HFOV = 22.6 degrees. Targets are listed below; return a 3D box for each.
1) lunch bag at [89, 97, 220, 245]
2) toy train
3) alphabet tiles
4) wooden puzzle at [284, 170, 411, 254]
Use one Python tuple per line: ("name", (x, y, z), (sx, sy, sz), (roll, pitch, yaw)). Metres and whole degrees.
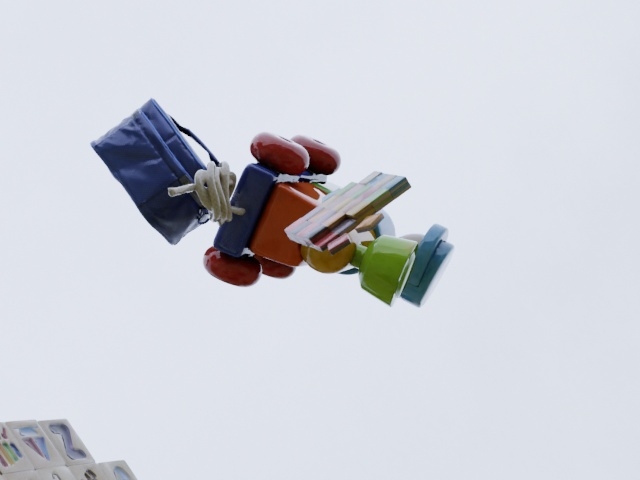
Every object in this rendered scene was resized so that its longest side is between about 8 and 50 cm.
("lunch bag", (-0.108, -0.049, 1.140), (0.065, 0.098, 0.067), (-39, -23, -1))
("toy train", (0.000, 0.000, 1.068), (0.143, 0.248, 0.105), (25, -82, 13))
("alphabet tiles", (-0.192, 0.305, 1.484), (0.011, 0.342, 0.285), (-41, -17, 14))
("wooden puzzle", (0.012, -0.014, 0.709), (0.049, 0.083, 0.006), (-36, -75, -11))
